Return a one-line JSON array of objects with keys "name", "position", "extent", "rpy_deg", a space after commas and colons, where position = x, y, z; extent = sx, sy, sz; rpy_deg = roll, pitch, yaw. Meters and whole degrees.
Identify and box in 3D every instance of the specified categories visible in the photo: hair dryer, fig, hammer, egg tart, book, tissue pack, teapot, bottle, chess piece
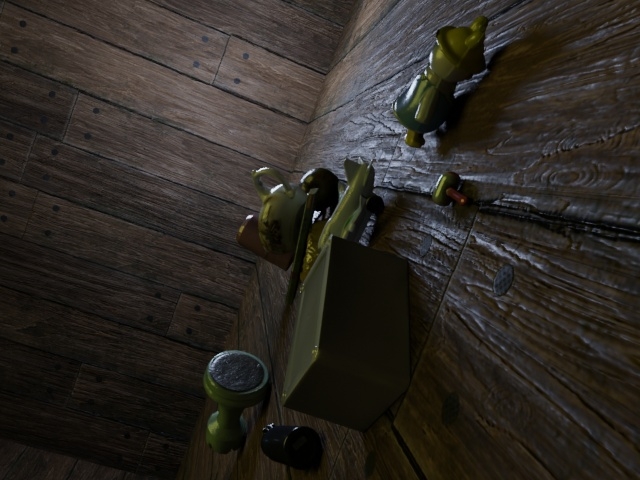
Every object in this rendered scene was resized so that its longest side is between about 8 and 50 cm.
[{"name": "hair dryer", "position": [-0.132, -0.075, 1.975], "extent": [0.352, 0.210, 0.125], "rpy_deg": [-60, -3, -36]}, {"name": "fig", "position": [-0.013, -0.157, 1.675], "extent": [0.185, 0.127, 0.132], "rpy_deg": [-153, 70, -76]}, {"name": "hammer", "position": [0.187, -0.066, 0.767], "extent": [0.083, 0.031, 0.052], "rpy_deg": [-118, 45, -67]}, {"name": "egg tart", "position": [0.002, 0.041, 1.335], "extent": [0.232, 0.098, 0.252], "rpy_deg": [175, 111, -82]}, {"name": "book", "position": [-0.049, 0.009, 1.428], "extent": [0.201, 0.026, 0.289], "rpy_deg": [-74, -3, -80]}, {"name": "tissue pack", "position": [0.040, 0.136, 0.841], "extent": [0.246, 0.136, 0.159], "rpy_deg": [-81, 15, -46]}, {"name": "teapot", "position": [-0.110, -0.072, 1.530], "extent": [0.204, 0.139, 0.298], "rpy_deg": [-49, -33, -46]}, {"name": "bottle", "position": [-0.063, 0.399, 1.059], "extent": [0.072, 0.082, 0.244], "rpy_deg": [-26, -7, -23]}, {"name": "chess piece", "position": [-0.271, 0.504, 1.656], "extent": [0.194, 0.195, 0.299], "rpy_deg": [-90, 13, -61]}]

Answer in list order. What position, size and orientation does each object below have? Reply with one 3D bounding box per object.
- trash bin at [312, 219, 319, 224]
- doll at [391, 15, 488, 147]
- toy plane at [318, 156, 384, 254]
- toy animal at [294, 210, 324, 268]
[{"name": "trash bin", "position": [0.000, 0.000, 1.486], "extent": [0.043, 0.061, 0.092], "rpy_deg": [144, 143, -72]}, {"name": "doll", "position": [0.194, -0.259, 0.895], "extent": [0.135, 0.098, 0.241], "rpy_deg": [-29, -15, -35]}, {"name": "toy plane", "position": [0.065, -0.051, 1.156], "extent": [0.251, 0.101, 0.255], "rpy_deg": [-123, 50, -76]}, {"name": "toy animal", "position": [-0.077, 0.003, 1.696], "extent": [0.197, 0.160, 0.272], "rpy_deg": [-151, 74, -78]}]
